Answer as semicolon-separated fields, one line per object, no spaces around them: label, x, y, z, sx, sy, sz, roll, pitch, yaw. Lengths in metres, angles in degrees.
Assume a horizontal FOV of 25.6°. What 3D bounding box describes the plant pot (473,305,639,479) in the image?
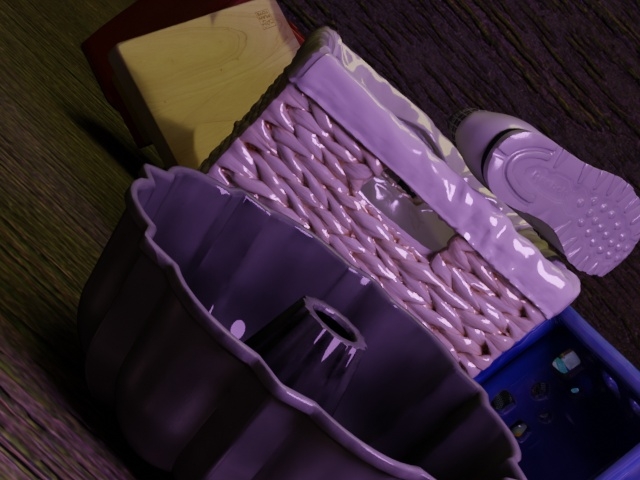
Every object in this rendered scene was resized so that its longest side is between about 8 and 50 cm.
plant pot;0.241;0.237;1.352;0.212;0.236;0.236;47;4;-33

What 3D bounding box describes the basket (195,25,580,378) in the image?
basket;0.031;-0.003;1.380;0.328;0.266;0.331;43;8;-7

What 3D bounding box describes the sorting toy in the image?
sorting toy;-0.108;-0.131;1.662;0.257;0.089;0.255;-27;89;-43

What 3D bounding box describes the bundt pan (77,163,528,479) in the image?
bundt pan;-0.027;0.099;0.941;0.331;0.124;0.331;37;13;-10

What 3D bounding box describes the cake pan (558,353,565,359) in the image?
cake pan;0.251;0.125;1.869;0.293;0.054;0.293;50;0;0

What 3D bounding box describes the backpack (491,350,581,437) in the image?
backpack;0.302;0.261;1.652;0.225;0.191;0.253;53;19;-36

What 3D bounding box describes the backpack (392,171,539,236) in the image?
backpack;0.215;0.034;2.251;0.277;0.213;0.263;15;-36;5

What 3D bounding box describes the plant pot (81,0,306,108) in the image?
plant pot;-0.145;-0.244;1.998;0.267;0.236;0.267;40;7;-30

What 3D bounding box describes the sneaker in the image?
sneaker;0.210;-0.049;1.290;0.235;0.090;0.095;37;2;-39
